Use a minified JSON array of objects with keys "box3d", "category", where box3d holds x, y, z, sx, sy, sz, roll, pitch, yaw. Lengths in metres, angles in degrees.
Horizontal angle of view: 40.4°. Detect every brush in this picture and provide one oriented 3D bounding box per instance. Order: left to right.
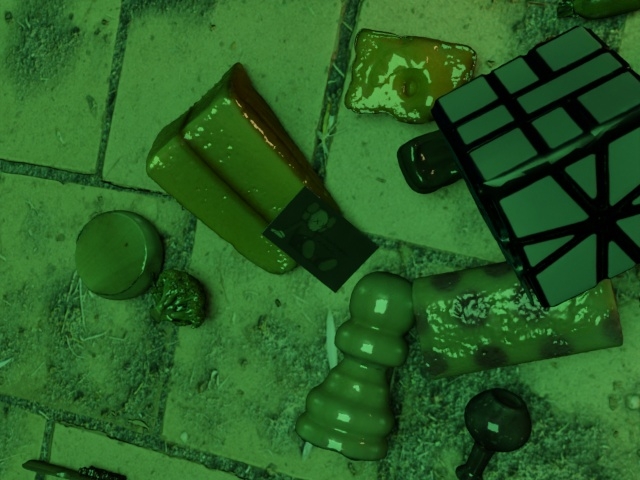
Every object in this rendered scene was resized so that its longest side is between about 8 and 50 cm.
[{"box3d":[-0.523,0.493,1.855,0.247,0.043,0.036,8,84,20],"category":"brush"}]

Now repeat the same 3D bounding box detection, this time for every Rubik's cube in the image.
[{"box3d":[0.376,-0.114,1.355,0.293,0.288,0.283,-30,37,8],"category":"Rubik's cube"}]

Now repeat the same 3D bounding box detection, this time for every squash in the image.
[{"box3d":[0.562,-0.441,1.480,0.318,0.080,0.071,-22,119,19],"category":"squash"}]

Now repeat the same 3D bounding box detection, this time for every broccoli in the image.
[{"box3d":[-0.288,0.120,1.741,0.130,0.120,0.131,7,125,39],"category":"broccoli"}]

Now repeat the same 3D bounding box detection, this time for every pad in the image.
[{"box3d":[0.000,0.000,1.653,0.190,0.004,0.127,39,104,-15],"category":"pad"}]

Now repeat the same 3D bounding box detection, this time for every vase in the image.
[{"box3d":[0.296,0.354,1.535,0.120,0.120,0.183,27,111,18],"category":"vase"}]

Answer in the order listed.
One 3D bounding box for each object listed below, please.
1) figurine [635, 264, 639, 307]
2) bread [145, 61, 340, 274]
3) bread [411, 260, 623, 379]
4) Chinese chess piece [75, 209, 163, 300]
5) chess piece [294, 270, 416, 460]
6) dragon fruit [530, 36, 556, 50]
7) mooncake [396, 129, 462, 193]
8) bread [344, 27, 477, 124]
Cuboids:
[{"box3d":[0.573,0.049,1.452,0.113,0.126,0.157,3,48,-12],"category":"figurine"},{"box3d":[-0.136,-0.124,1.729,0.233,0.245,0.362,-38,108,16],"category":"bread"},{"box3d":[0.335,0.123,1.499,0.338,0.155,0.187,-13,89,18],"category":"bread"},{"box3d":[-0.419,0.031,1.812,0.188,0.083,0.189,-2,85,21],"category":"Chinese chess piece"},{"box3d":[0.083,0.218,1.585,0.182,0.182,0.331,17,89,19],"category":"chess piece"},{"box3d":[0.414,-0.287,1.508,0.153,0.111,0.153,1,93,20],"category":"dragon fruit"},{"box3d":[0.225,-0.152,1.542,0.175,0.168,0.104,-23,82,33],"category":"mooncake"},{"box3d":[0.168,-0.297,1.609,0.232,0.088,0.161,13,98,17],"category":"bread"}]
